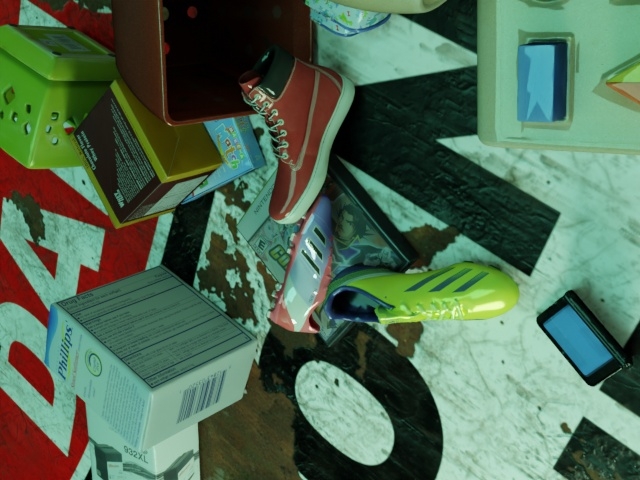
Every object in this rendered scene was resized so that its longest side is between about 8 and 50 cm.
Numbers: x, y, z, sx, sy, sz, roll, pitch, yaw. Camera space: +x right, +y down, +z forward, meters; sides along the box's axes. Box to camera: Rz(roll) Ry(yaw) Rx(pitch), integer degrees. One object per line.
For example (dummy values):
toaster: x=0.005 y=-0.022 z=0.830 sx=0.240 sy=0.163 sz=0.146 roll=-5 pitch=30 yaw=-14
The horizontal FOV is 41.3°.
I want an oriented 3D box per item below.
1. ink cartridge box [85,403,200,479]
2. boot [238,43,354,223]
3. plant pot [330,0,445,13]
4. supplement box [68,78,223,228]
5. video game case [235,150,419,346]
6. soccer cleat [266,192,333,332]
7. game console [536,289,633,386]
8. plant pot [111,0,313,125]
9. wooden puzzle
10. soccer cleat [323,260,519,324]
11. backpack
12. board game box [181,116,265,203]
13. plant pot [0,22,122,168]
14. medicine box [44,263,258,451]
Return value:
ink cartridge box: x=-0.376 y=0.458 z=1.807 sx=0.223 sy=0.129 sz=0.308 roll=16 pitch=114 yaw=36
boot: x=-0.067 y=-0.154 z=1.252 sx=0.088 sy=0.176 sz=0.244 roll=25 pitch=97 yaw=51
plant pot: x=0.095 y=-0.386 z=1.024 sx=0.191 sy=0.284 sz=0.284 roll=44 pitch=128 yaw=14
supplement box: x=-0.308 y=-0.157 z=1.486 sx=0.194 sy=0.129 sz=0.191 roll=-36 pitch=80 yaw=42
video game case: x=0.000 y=0.000 z=1.395 sx=0.275 sy=0.035 sz=0.248 roll=52 pitch=130 yaw=15
soccer cleat: x=-0.013 y=0.039 z=1.357 sx=0.095 sy=0.083 sz=0.248 roll=19 pitch=115 yaw=-1
game console: x=0.346 y=0.133 z=1.126 sx=0.071 sy=0.107 sz=0.122 roll=-41 pitch=76 yaw=12
plant pot: x=-0.186 y=-0.339 z=1.304 sx=0.235 sy=0.267 sz=0.267 roll=22 pitch=118 yaw=47
wooden puzzle: x=0.325 y=-0.258 z=1.000 sx=0.347 sy=0.080 sz=0.322 roll=10 pitch=111 yaw=38
soccer cleat: x=0.139 y=0.090 z=1.226 sx=0.289 sy=0.121 sz=0.093 roll=0 pitch=119 yaw=29
backpack: x=0.044 y=-0.340 z=1.198 sx=0.114 sy=0.105 sz=0.084 roll=39 pitch=149 yaw=25
board game box: x=-0.203 y=-0.171 z=1.505 sx=0.211 sy=0.039 sz=0.160 roll=-20 pitch=91 yaw=44
plant pot: x=-0.499 y=-0.280 z=1.604 sx=0.228 sy=0.227 sz=0.207 roll=34 pitch=117 yaw=28
medicine box: x=-0.315 y=0.205 z=1.577 sx=0.289 sy=0.263 sz=0.149 roll=34 pitch=123 yaw=27
